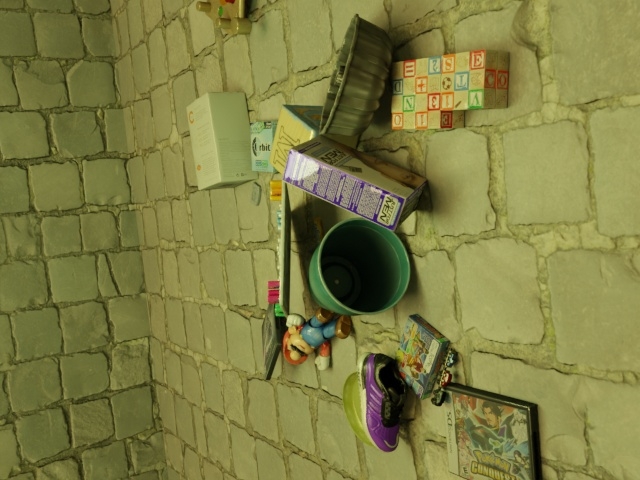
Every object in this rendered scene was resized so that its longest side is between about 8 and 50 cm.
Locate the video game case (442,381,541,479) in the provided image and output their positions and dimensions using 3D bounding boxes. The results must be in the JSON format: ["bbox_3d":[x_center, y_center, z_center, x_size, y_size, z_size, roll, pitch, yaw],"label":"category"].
[{"bbox_3d":[0.427,0.506,1.493,0.275,0.035,0.248,0,97,54],"label":"video game case"}]

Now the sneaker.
[{"bbox_3d":[0.192,0.467,1.694,0.146,0.102,0.293,-15,85,51],"label":"sneaker"}]

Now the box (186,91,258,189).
[{"bbox_3d":[-0.392,-0.389,2.333,0.215,0.168,0.345,-8,91,55],"label":"box"}]

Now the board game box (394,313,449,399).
[{"bbox_3d":[0.279,0.327,1.662,0.136,0.035,0.201,41,128,43],"label":"board game box"}]

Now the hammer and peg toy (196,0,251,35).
[{"bbox_3d":[-0.316,-0.902,2.162,0.361,0.127,0.265,47,130,39],"label":"hammer and peg toy"}]

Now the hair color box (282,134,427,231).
[{"bbox_3d":[0.092,-0.162,1.579,0.339,0.185,0.110,27,121,15],"label":"hair color box"}]

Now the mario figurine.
[{"bbox_3d":[-0.035,0.343,1.989,0.320,0.170,0.198,-44,63,47],"label":"mario figurine"}]

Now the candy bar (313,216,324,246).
[{"bbox_3d":[0.000,0.000,1.997,0.040,0.018,0.161,-9,88,55],"label":"candy bar"}]

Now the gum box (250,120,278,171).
[{"bbox_3d":[-0.204,-0.348,2.189,0.157,0.041,0.184,13,107,53],"label":"gum box"}]

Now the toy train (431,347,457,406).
[{"bbox_3d":[0.330,0.363,1.562,0.036,0.027,0.158,12,85,52],"label":"toy train"}]

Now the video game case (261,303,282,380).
[{"bbox_3d":[-0.186,0.358,2.223,0.274,0.026,0.196,-103,26,-52],"label":"video game case"}]

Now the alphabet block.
[{"bbox_3d":[-0.021,-0.291,1.823,0.193,0.193,0.197,47,131,41],"label":"alphabet block"}]

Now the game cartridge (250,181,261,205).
[{"bbox_3d":[-0.253,-0.181,2.314,0.056,0.017,0.083,42,129,47],"label":"game cartridge"}]

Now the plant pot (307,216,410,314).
[{"bbox_3d":[0.081,0.097,1.715,0.255,0.272,0.271,143,114,-66],"label":"plant pot"}]

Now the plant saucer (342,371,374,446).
[{"bbox_3d":[0.157,0.530,1.870,0.241,0.037,0.240,14,108,53],"label":"plant saucer"}]

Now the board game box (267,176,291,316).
[{"bbox_3d":[-0.130,0.040,1.909,0.390,0.050,0.389,92,178,-76],"label":"board game box"}]

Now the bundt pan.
[{"bbox_3d":[0.101,-0.427,1.591,0.331,0.124,0.330,-164,90,-81],"label":"bundt pan"}]

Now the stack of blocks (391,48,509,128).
[{"bbox_3d":[0.307,-0.359,1.439,0.297,0.087,0.171,12,107,53],"label":"stack of blocks"}]
